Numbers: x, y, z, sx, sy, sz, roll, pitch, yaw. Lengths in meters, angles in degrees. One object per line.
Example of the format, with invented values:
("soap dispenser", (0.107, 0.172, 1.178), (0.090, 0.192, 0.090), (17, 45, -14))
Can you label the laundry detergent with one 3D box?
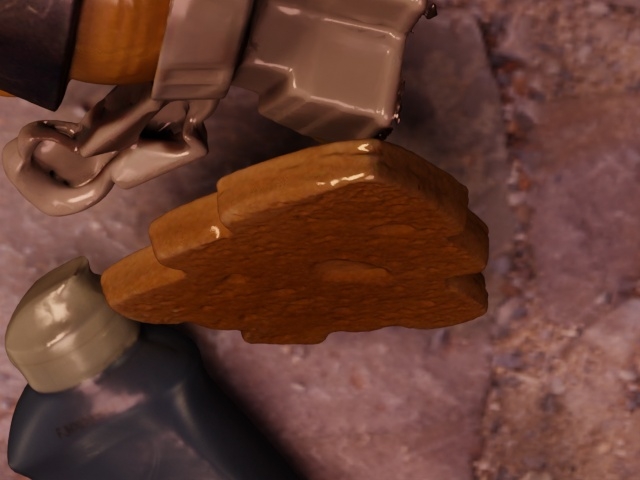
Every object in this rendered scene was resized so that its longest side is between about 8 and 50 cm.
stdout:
("laundry detergent", (-0.096, 0.134, 1.033), (0.143, 0.094, 0.290), (-17, 118, 22))

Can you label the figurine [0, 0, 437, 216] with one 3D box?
("figurine", (-0.086, -0.136, 0.817), (0.308, 0.143, 0.308), (-3, 109, -8))

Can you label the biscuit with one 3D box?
("biscuit", (0.000, 0.000, 0.901), (0.212, 0.041, 0.239), (3, 156, -12))
